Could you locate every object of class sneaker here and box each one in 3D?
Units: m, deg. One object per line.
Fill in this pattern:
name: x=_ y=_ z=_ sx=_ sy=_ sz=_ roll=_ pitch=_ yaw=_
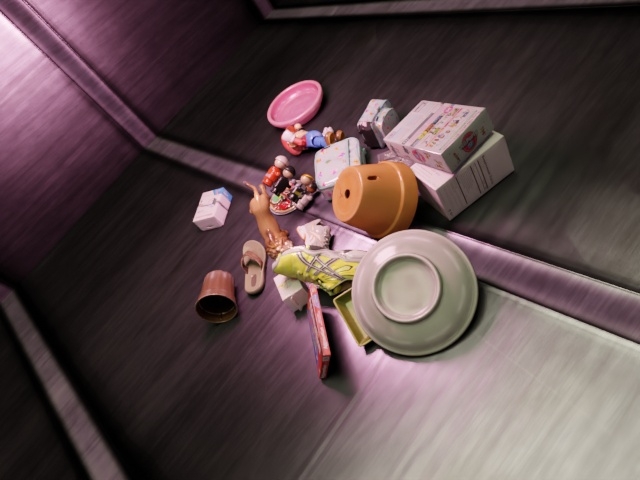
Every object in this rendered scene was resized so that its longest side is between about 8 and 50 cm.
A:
sneaker: x=0.010 y=0.111 z=1.697 sx=0.386 sy=0.145 sz=0.147 roll=0 pitch=61 yaw=13
sneaker: x=0.000 y=0.000 z=1.889 sx=0.121 sy=0.099 sz=0.262 roll=-33 pitch=45 yaw=1

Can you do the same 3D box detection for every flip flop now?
flip flop: x=-0.290 y=0.101 z=2.009 sx=0.112 sy=0.080 sz=0.276 roll=-22 pitch=46 yaw=18

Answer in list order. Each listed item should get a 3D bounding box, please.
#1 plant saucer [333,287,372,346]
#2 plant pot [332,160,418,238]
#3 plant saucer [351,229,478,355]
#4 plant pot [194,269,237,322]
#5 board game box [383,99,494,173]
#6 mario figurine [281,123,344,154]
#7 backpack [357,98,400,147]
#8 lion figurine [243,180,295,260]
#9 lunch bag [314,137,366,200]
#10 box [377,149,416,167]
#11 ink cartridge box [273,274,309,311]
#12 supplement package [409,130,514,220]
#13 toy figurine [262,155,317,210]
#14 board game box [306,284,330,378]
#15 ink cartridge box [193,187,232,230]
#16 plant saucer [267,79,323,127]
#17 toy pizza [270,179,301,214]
plant saucer: x=0.167 y=0.229 z=1.590 sx=0.188 sy=0.045 sz=0.188 roll=-33 pitch=64 yaw=7
plant pot: x=0.178 y=-0.152 z=1.715 sx=0.291 sy=0.204 sz=0.290 roll=-17 pitch=71 yaw=59
plant saucer: x=0.272 y=0.150 z=1.475 sx=0.401 sy=0.101 sz=0.399 roll=-7 pitch=73 yaw=23
plant pot: x=-0.416 y=0.220 z=1.952 sx=0.167 sy=0.167 sz=0.165 roll=-26 pitch=36 yaw=15
board game box: x=0.403 y=-0.370 z=1.665 sx=0.224 sy=0.097 sz=0.303 roll=-46 pitch=35 yaw=-7
mario figurine: x=-0.054 y=-0.505 z=2.273 sx=0.321 sy=0.198 sz=0.169 roll=7 pitch=72 yaw=34
backpack: x=0.261 y=-0.517 z=2.081 sx=0.145 sy=0.166 sz=0.188 roll=4 pitch=62 yaw=34
lion figurine: x=-0.209 y=-0.069 z=1.935 sx=0.142 sy=0.392 sz=0.240 roll=-33 pitch=10 yaw=1
lunch bag: x=0.092 y=-0.320 z=2.076 sx=0.224 sy=0.108 sz=0.279 roll=-20 pitch=47 yaw=20
box: x=0.351 y=-0.307 z=1.928 sx=0.231 sy=0.056 sz=0.182 roll=-18 pitch=47 yaw=20
ink cartridge box: x=-0.099 y=0.188 z=1.801 sx=0.090 sy=0.092 sz=0.143 roll=-35 pitch=45 yaw=4
supplement package: x=0.496 y=-0.252 z=1.696 sx=0.293 sy=0.175 sz=0.177 roll=-39 pitch=41 yaw=0
toy figurine: x=-0.121 y=-0.246 z=2.055 sx=0.210 sy=0.213 sz=0.148 roll=32 pitch=85 yaw=16
board game box: x=-0.010 y=0.303 z=1.615 sx=0.027 sy=0.145 sz=0.281 roll=-2 pitch=45 yaw=-11
ink cartridge box: x=-0.536 y=-0.157 z=2.388 sx=0.140 sy=0.082 sz=0.190 roll=-12 pitch=48 yaw=27
plant saucer: x=-0.126 y=-0.716 z=2.567 sx=0.333 sy=0.084 sz=0.331 roll=-18 pitch=48 yaw=22
toy pizza: x=-0.153 y=-0.204 z=2.202 sx=0.202 sy=0.032 sz=0.201 roll=-18 pitch=47 yaw=21
